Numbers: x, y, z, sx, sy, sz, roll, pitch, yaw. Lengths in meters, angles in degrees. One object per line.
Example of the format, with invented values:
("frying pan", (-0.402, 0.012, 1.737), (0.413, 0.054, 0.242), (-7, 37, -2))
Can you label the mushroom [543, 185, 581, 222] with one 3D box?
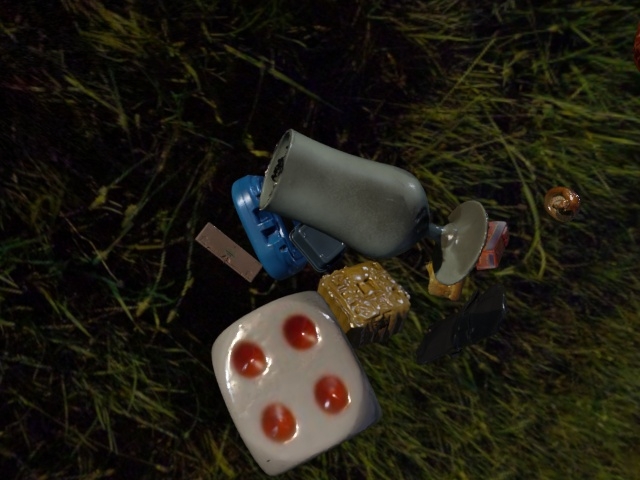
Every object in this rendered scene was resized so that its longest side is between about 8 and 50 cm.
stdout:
("mushroom", (0.584, -0.085, 1.283), (0.129, 0.072, 0.088), (-35, 125, -80))

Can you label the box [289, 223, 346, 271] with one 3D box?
("box", (0.000, 0.000, 0.974), (0.074, 0.054, 0.099), (-40, 89, -19))

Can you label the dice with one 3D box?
("dice", (-0.051, 0.303, 1.153), (0.276, 0.304, 0.304), (-26, 163, -3))

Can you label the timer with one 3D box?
("timer", (-0.148, -0.047, 1.705), (0.115, 0.309, 0.340), (-24, 90, 13))

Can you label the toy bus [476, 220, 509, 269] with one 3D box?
("toy bus", (0.463, 0.011, 1.461), (0.192, 0.077, 0.065), (-46, 124, -50))

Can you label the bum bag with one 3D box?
("bum bag", (0.287, 0.182, 1.105), (0.060, 0.248, 0.123), (32, 48, -7))

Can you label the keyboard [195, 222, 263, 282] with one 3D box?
("keyboard", (-0.210, 0.030, 1.237), (0.166, 0.017, 0.055), (41, 72, -21))

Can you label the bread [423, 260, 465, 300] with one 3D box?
("bread", (0.445, 0.096, 1.899), (0.140, 0.160, 0.169), (10, 114, 2))

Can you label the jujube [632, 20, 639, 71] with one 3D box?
("jujube", (0.542, -0.328, 0.810), (0.109, 0.112, 0.176), (-50, 141, -33))

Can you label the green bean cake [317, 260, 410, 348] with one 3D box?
("green bean cake", (0.122, 0.177, 1.555), (0.224, 0.230, 0.131), (-18, 141, -28))

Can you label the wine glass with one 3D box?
("wine glass", (0.054, -0.034, 0.571), (0.231, 0.103, 0.103), (19, 94, -17))
